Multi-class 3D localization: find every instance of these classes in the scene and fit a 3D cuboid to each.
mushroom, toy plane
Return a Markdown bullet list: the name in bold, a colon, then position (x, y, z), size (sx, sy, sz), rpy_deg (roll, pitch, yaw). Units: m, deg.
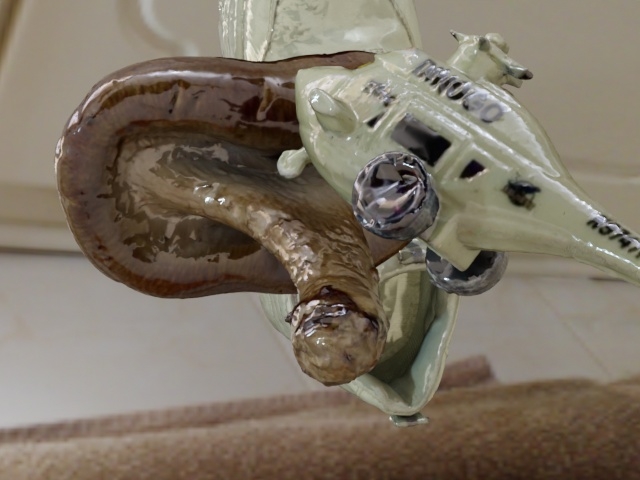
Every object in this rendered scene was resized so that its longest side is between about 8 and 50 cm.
- **mushroom**: position (0.000, 0.000, 0.702), size (0.217, 0.227, 0.148), rpy_deg (-129, 34, -50)
- **toy plane**: position (0.090, -0.017, 0.593), size (0.286, 0.092, 0.108), rpy_deg (37, 90, 38)

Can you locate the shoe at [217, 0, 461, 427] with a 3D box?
- **shoe**: position (0.030, -0.045, 0.903), size (0.210, 0.132, 0.342), rpy_deg (-130, 32, -58)
